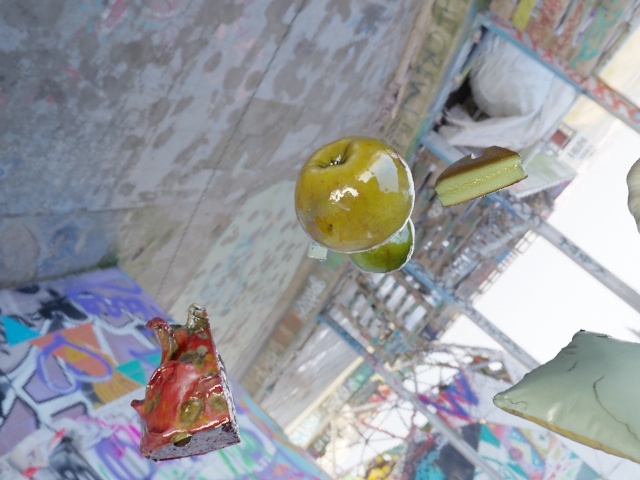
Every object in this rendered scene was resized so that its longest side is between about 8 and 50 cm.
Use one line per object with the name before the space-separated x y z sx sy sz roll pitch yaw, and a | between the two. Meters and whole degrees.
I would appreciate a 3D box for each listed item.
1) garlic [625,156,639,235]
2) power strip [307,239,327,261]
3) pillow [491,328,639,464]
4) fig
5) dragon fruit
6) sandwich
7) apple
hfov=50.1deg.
garlic | 0.598 -0.065 1.070 0.226 0.199 0.199 22 111 -49
power strip | 0.000 0.000 1.465 0.016 0.040 0.090 57 44 -72
pillow | 0.507 0.260 1.179 0.310 0.312 0.119 -21 111 -37
fig | 0.162 0.000 1.882 0.207 0.207 0.230 -45 150 -14
dragon fruit | -0.193 0.199 0.958 0.134 0.211 0.262 -9 155 -7
sandwich | 0.385 -0.161 1.640 0.244 0.090 0.088 -19 -153 40
apple | 0.046 -0.070 0.996 0.182 0.182 0.155 -46 135 -11
